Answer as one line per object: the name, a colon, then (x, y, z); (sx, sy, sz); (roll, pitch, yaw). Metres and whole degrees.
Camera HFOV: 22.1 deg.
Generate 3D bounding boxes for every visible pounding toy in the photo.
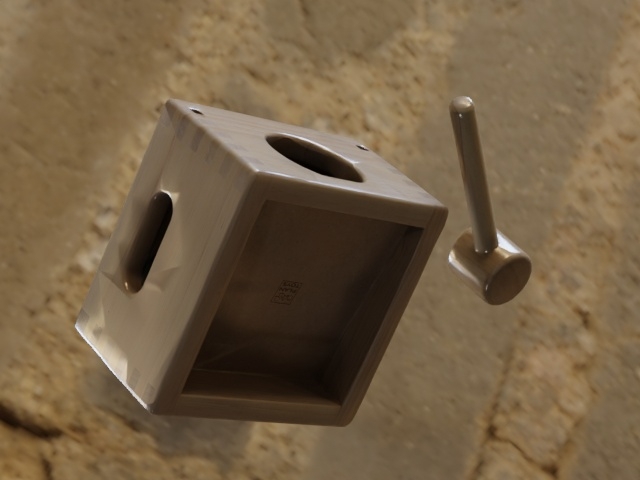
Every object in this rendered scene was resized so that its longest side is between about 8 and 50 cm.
pounding toy: (0.008, -0.008, 0.821); (0.094, 0.206, 0.181); (40, -67, 44)
